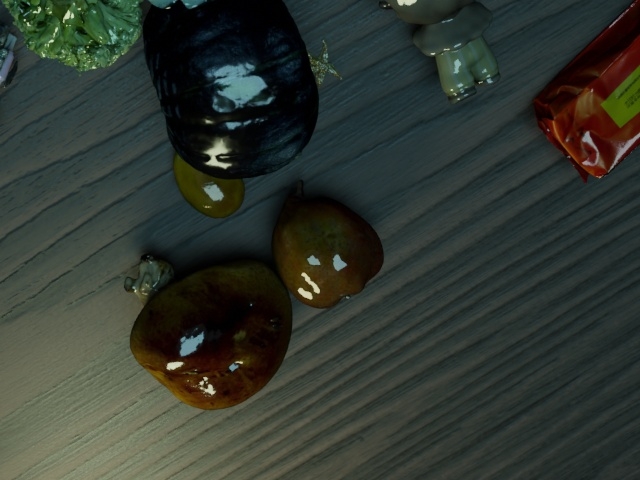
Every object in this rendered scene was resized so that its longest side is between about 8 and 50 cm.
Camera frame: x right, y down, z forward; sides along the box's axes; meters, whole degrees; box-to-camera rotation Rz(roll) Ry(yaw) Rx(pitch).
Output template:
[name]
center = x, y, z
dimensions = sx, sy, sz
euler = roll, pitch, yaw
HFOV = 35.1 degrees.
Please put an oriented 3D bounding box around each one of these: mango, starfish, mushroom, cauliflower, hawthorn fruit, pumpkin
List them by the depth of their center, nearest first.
[cauliflower]
center = -0.411, -0.417, 1.659
dimensions = 0.275, 0.250, 0.272
euler = 31, 103, -17
[pumpkin]
center = -0.154, -0.282, 1.709
dimensions = 0.266, 0.363, 0.363
euler = -19, 116, -3
[starfish]
center = 0.003, -0.332, 1.907
dimensions = 0.086, 0.016, 0.092
euler = 8, 109, -16
[mango]
center = -0.217, -0.112, 1.922
dimensions = 0.163, 0.089, 0.111
euler = 36, 91, -13
[hawthorn fruit]
center = 0.000, 0.000, 1.967
dimensions = 0.208, 0.208, 0.248
euler = -28, 96, 2
[mushroom]
center = -0.219, 0.162, 2.000
dimensions = 0.345, 0.259, 0.345
euler = -23, 136, -24

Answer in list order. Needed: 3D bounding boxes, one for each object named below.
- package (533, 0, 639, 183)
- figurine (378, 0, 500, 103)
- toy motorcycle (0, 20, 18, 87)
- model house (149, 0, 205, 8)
[package]
center = 0.612, -0.319, 1.968
dimensions = 0.196, 0.123, 0.423
euler = 39, 101, -25
[figurine]
center = 0.213, -0.432, 1.798
dimensions = 0.248, 0.203, 0.380
euler = -27, 117, -2
[toy motorcycle]
center = -0.626, -0.233, 1.759
dimensions = 0.143, 0.188, 0.327
euler = 28, 91, -10
[model house]
center = -0.188, -0.563, 1.549
dimensions = 0.295, 0.329, 0.252
euler = -29, 121, 30
